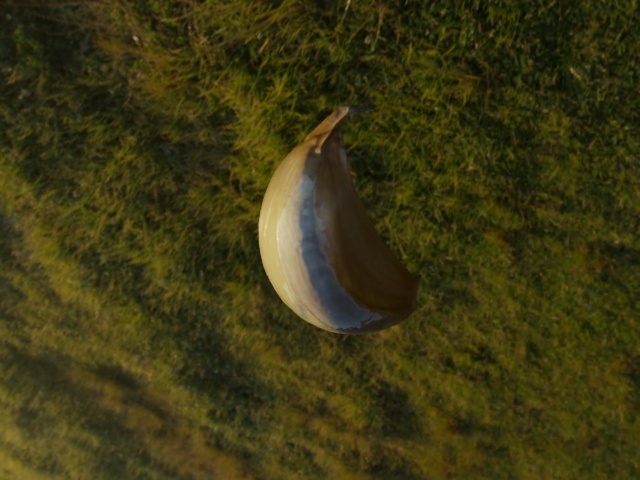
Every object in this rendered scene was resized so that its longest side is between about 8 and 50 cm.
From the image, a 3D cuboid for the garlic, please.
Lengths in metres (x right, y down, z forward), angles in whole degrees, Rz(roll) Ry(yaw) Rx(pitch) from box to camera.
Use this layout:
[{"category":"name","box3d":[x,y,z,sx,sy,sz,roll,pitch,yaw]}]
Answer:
[{"category":"garlic","box3d":[0.002,0.004,0.596,0.128,0.115,0.206,-7,122,23]}]
